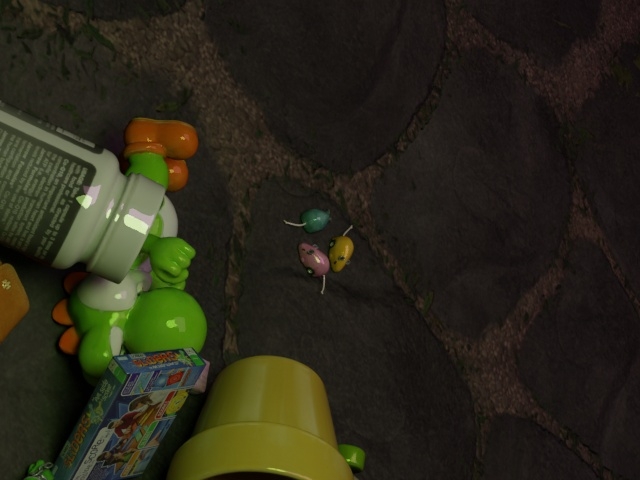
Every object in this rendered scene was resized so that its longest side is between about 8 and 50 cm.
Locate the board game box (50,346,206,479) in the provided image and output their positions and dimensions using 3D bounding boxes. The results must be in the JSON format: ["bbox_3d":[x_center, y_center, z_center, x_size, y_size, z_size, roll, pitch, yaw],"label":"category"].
[{"bbox_3d":[-0.243,0.224,1.881,0.136,0.201,0.035,-2,40,-50],"label":"board game box"}]

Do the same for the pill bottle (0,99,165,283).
[{"bbox_3d":[-0.346,-0.063,1.819,0.283,0.161,0.161,25,53,-11],"label":"pill bottle"}]

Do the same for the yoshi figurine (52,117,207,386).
[{"bbox_3d":[-0.216,0.030,1.988,0.203,0.203,0.362,36,53,-43],"label":"yoshi figurine"}]

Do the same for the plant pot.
[{"bbox_3d":[-0.076,0.293,2.014,0.254,0.254,0.239,42,33,-30],"label":"plant pot"}]

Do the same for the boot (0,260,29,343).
[{"bbox_3d":[-0.415,0.135,1.782,0.211,0.104,0.295,-36,98,-49],"label":"boot"}]

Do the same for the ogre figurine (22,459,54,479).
[{"bbox_3d":[-0.324,0.374,1.803,0.118,0.097,0.197,-23,109,-68],"label":"ogre figurine"}]

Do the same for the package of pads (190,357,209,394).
[{"bbox_3d":[-0.195,0.177,2.073,0.083,0.032,0.050,31,55,-38],"label":"package of pads"}]

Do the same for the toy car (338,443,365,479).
[{"bbox_3d":[0.010,0.399,2.177,0.188,0.149,0.155,62,33,-58],"label":"toy car"}]

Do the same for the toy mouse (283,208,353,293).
[{"bbox_3d":[0.000,0.000,2.368,0.143,0.031,0.161,39,49,-33],"label":"toy mouse"}]
